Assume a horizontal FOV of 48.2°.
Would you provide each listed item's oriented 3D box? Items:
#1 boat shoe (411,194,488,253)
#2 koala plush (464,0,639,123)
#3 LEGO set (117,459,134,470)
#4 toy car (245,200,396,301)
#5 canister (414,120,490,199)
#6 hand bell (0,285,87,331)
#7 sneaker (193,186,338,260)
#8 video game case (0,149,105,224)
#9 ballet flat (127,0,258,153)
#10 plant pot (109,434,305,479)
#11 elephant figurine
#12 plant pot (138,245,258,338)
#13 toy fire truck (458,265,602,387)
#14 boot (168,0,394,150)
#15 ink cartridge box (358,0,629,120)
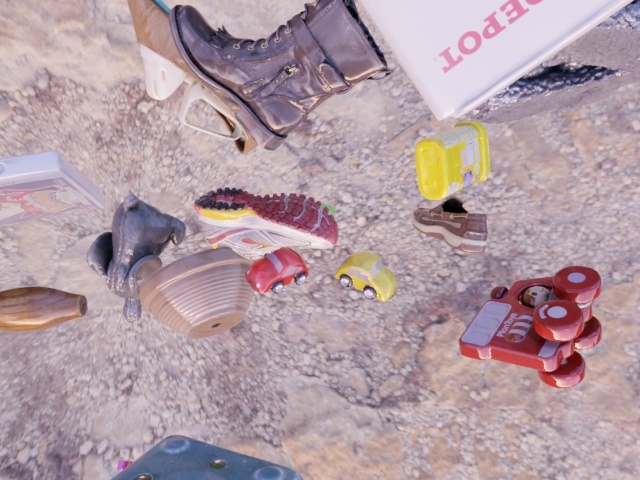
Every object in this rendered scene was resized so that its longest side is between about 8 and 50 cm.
[{"bbox_3d":[0.279,-0.049,1.516,0.095,0.257,0.095,2,103,-23],"label":"boat shoe"},{"bbox_3d":[0.225,-0.251,0.675,0.203,0.196,0.221,-9,75,-22],"label":"koala plush"},{"bbox_3d":[-0.277,0.484,1.382,0.227,0.093,0.087,26,63,-44],"label":"LEGO set"},{"bbox_3d":[0.000,0.000,1.152,0.239,0.225,0.053,5,129,-11],"label":"toy car"},{"bbox_3d":[0.260,-0.158,1.405,0.170,0.073,0.126,-26,113,-46],"label":"canister"},{"bbox_3d":[-0.323,0.065,0.628,0.242,0.126,0.126,-3,89,5],"label":"hand bell"},{"bbox_3d":[-0.076,-0.018,1.052,0.088,0.225,0.093,-48,140,-48],"label":"sneaker"},{"bbox_3d":[-0.330,-0.043,0.722,0.183,0.201,0.023,-10,84,-6],"label":"video game case"},{"bbox_3d":[-0.207,-0.256,1.179,0.124,0.116,0.342,-54,131,-4],"label":"ballet flat"},{"bbox_3d":[-0.108,0.324,0.619,0.247,0.248,0.252,8,109,27],"label":"plant pot"},{"bbox_3d":[-0.385,0.045,1.462,0.186,0.169,0.239,29,81,-31],"label":"elephant figurine"},{"bbox_3d":[-0.213,0.112,1.350,0.237,0.237,0.110,-19,71,-14],"label":"plant pot"},{"bbox_3d":[0.472,0.170,1.579,0.302,0.253,0.169,-45,133,-40],"label":"toy fire truck"},{"bbox_3d":[-0.053,-0.272,0.970,0.229,0.091,0.263,-36,101,27],"label":"boot"},{"bbox_3d":[0.102,-0.271,0.474,0.307,0.223,0.129,57,33,1],"label":"ink cartridge box"}]
